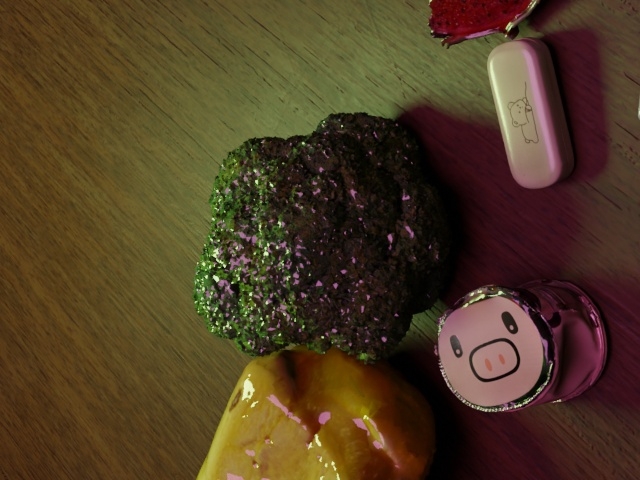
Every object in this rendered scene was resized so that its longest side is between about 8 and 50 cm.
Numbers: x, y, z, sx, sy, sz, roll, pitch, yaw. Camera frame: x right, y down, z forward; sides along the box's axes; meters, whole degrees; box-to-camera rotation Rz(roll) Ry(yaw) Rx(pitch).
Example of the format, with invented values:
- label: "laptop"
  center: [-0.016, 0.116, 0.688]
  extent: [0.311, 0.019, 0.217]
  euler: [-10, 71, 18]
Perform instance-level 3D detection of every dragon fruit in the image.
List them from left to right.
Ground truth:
- label: "dragon fruit"
  center: [0.231, -0.376, 1.556]
  extent: [0.161, 0.126, 0.274]
  euler: [14, 137, 13]

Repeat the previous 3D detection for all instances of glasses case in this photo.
- label: "glasses case"
  center: [0.275, -0.167, 1.585]
  extent: [0.083, 0.050, 0.196]
  euler: [-11, 96, 42]

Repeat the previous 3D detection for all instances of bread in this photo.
- label: "bread"
  center: [0.019, 0.350, 1.834]
  extent: [0.361, 0.250, 0.394]
  euler: [40, 121, 30]

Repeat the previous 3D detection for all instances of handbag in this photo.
- label: "handbag"
  center: [0.268, 0.141, 1.621]
  extent: [0.205, 0.116, 0.179]
  euler: [-31, 75, 46]

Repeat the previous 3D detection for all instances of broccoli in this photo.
- label: "broccoli"
  center: [0.007, 0.005, 1.740]
  extent: [0.413, 0.310, 0.321]
  euler: [-54, 46, -1]

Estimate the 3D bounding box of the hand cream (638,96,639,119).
- label: "hand cream"
  center: [0.419, -0.258, 1.430]
  extent: [0.079, 0.048, 0.255]
  euler: [11, 107, 42]
